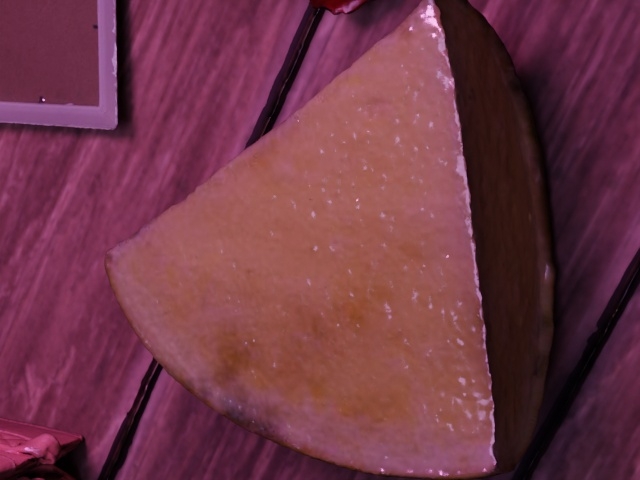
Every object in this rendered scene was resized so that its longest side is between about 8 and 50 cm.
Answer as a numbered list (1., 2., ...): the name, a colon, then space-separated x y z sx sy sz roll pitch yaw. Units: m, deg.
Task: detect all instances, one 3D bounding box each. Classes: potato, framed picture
1. potato: 0.000 0.000 0.978 0.255 0.112 0.269 -4 95 30
2. framed picture: -0.224 -0.215 1.099 0.216 0.016 0.273 6 102 26

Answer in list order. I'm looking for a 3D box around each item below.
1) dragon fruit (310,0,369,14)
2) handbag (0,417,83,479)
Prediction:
1. dragon fruit: -0.040 -0.305 0.892 0.343 0.100 0.282 31 122 -23
2. handbag: -0.271 0.153 1.079 0.157 0.212 0.059 7 97 25
